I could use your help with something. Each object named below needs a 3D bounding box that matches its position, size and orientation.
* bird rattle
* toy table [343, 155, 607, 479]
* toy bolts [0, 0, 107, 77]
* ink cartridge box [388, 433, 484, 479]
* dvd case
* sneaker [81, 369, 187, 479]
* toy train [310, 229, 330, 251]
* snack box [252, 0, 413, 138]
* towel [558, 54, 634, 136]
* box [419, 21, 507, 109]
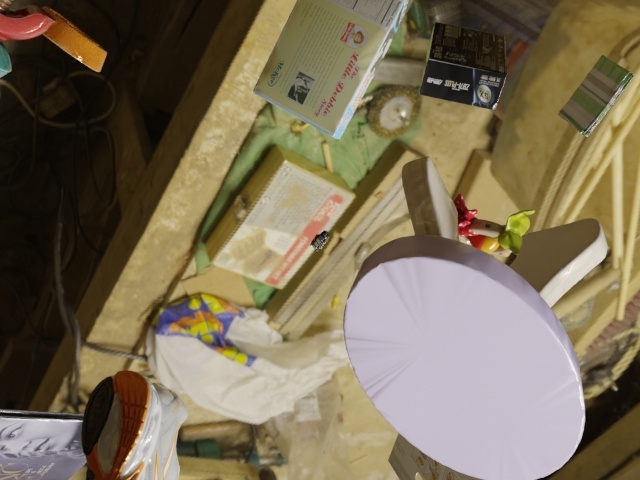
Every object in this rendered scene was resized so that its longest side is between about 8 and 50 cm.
[{"bbox_3d":[0.427,-0.012,1.579,0.253,0.143,0.207,6,158,13],"label":"bird rattle"},{"bbox_3d":[0.131,0.070,0.547,0.252,0.161,0.274,-6,126,21],"label":"toy table"},{"bbox_3d":[-0.382,-0.218,0.702,0.218,0.228,0.158,36,96,-33],"label":"toy bolts"},{"bbox_3d":[0.221,0.338,0.970,0.060,0.275,0.239,12,103,-20],"label":"ink cartridge box"},{"bbox_3d":[-0.411,0.289,0.825,0.164,0.018,0.221,-44,141,18],"label":"dvd case"},{"bbox_3d":[-0.199,0.275,0.622,0.121,0.099,0.262,42,59,-58],"label":"sneaker"},{"bbox_3d":[0.000,0.000,1.347,0.036,0.027,0.158,-41,178,-10],"label":"toy train"},{"bbox_3d":[0.028,-0.377,1.126,0.322,0.187,0.060,-61,169,12],"label":"snack box"},{"bbox_3d":[0.581,-0.310,1.281,0.023,0.113,0.152,15,121,-26],"label":"towel"},{"bbox_3d":[0.280,-0.343,1.172,0.147,0.180,0.077,13,133,4],"label":"box"}]
